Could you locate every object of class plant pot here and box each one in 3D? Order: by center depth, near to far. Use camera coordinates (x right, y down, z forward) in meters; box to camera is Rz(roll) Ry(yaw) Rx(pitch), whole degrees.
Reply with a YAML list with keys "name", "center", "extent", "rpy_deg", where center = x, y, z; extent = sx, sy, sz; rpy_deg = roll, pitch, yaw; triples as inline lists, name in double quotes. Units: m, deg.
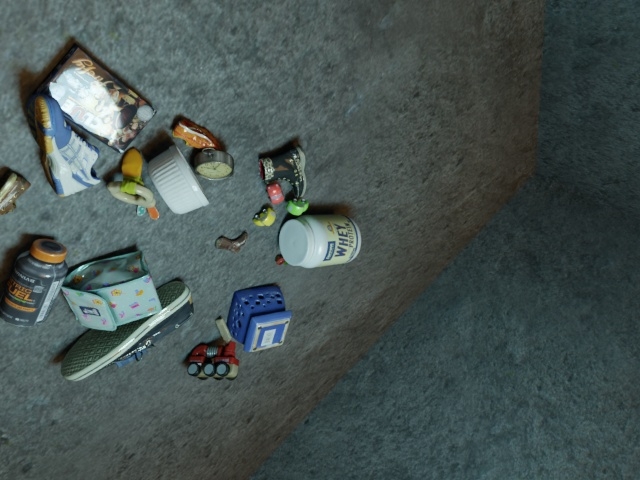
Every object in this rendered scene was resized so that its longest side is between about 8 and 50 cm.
- name: "plant pot"
  center: [-0.276, 0.372, 1.877]
  extent: [0.235, 0.212, 0.236]
  rpy_deg: [-4, 125, -36]

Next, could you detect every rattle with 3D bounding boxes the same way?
- name: "rattle"
  center: [-0.568, -0.169, 1.275]
  extent: [0.130, 0.143, 0.200]
  rpy_deg: [-16, 160, 9]

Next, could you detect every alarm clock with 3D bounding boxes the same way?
- name: "alarm clock"
  center: [-0.352, -0.259, 1.328]
  extent: [0.129, 0.064, 0.192]
  rpy_deg: [-4, 166, -6]

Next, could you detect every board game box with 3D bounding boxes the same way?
- name: "board game box"
  center: [-0.586, -0.363, 1.072]
  extent: [0.165, 0.042, 0.243]
  rpy_deg: [-49, 143, 1]

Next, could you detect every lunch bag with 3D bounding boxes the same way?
- name: "lunch bag"
  center: [-0.694, 0.178, 1.350]
  extent: [0.262, 0.160, 0.224]
  rpy_deg: [-18, 142, -24]

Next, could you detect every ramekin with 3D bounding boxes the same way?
- name: "ramekin"
  center: [-0.444, -0.181, 1.253]
  extent: [0.109, 0.207, 0.207]
  rpy_deg: [-30, 140, -10]

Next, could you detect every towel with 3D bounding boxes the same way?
- name: "towel"
  center: [-0.769, 0.457, 1.627]
  extent: [0.119, 0.029, 0.067]
  rpy_deg: [-27, 138, -25]

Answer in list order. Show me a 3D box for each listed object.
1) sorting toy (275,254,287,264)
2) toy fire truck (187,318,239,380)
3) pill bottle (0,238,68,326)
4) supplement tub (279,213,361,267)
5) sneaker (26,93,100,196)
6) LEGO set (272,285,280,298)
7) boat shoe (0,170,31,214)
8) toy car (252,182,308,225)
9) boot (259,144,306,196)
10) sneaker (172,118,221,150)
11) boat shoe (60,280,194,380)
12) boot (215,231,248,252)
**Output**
- name: "sorting toy"
  center: [-0.172, 0.083, 1.897]
  extent: [0.061, 0.042, 0.102]
  rpy_deg: [-47, 158, 23]
- name: "toy fire truck"
  center: [-0.486, 0.501, 1.856]
  extent: [0.216, 0.247, 0.158]
  rpy_deg: [-4, 150, 13]
- name: "pill bottle"
  center: [-0.830, 0.118, 1.181]
  extent: [0.130, 0.130, 0.246]
  rpy_deg: [14, 111, -50]
- name: "supplement tub"
  center: [0.000, 0.000, 1.827]
  extent: [0.324, 0.235, 0.236]
  rpy_deg: [-5, 125, -43]
- name: "sneaker"
  center: [-0.654, -0.251, 1.048]
  extent: [0.131, 0.112, 0.297]
  rpy_deg: [-27, 155, -36]
- name: "LEGO set"
  center: [-0.230, 0.260, 2.010]
  extent: [0.083, 0.023, 0.054]
  rpy_deg: [-56, 147, -13]
- name: "boat shoe"
  center: [-0.826, -0.094, 1.050]
  extent: [0.178, 0.064, 0.060]
  rpy_deg: [-53, 141, 1]
- name: "toy car"
  center: [-0.141, -0.133, 1.644]
  extent: [0.224, 0.053, 0.239]
  rpy_deg: [-4, 144, -33]
- name: "boot"
  center: [-0.148, -0.252, 1.590]
  extent: [0.178, 0.085, 0.237]
  rpy_deg: [-22, 140, -22]
- name: "sneaker"
  center: [-0.395, -0.327, 1.298]
  extent: [0.067, 0.064, 0.175]
  rpy_deg: [-37, 145, 23]
- name: "boat shoe"
  center: [-0.686, 0.348, 1.491]
  extent: [0.500, 0.186, 0.156]
  rpy_deg: [-36, 136, -25]
- name: "boot"
  center: [-0.360, -0.002, 1.632]
  extent: [0.114, 0.037, 0.106]
  rpy_deg: [23, 102, -47]
